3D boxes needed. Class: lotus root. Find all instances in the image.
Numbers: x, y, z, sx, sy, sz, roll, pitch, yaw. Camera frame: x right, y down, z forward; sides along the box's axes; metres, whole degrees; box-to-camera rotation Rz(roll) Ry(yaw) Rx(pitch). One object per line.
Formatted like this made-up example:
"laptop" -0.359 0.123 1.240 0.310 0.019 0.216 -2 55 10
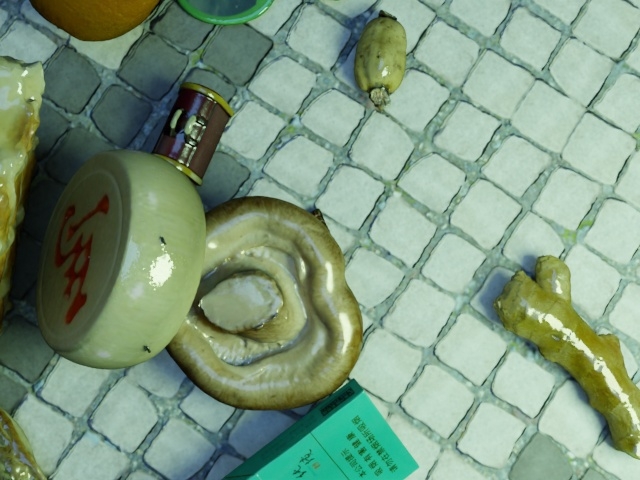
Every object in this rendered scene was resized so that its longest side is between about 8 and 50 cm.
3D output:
"lotus root" 0.083 -0.248 1.101 0.072 0.063 0.151 5 79 -10

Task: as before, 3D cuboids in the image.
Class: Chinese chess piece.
"Chinese chess piece" -0.247 0.021 0.969 0.102 0.273 0.273 18 81 -40

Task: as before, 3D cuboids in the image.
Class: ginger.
"ginger" 0.345 0.162 1.052 0.118 0.065 0.298 -35 87 -1

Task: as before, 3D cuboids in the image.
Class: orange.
"orange" -0.295 -0.363 1.049 0.206 0.206 0.206 0 83 -1

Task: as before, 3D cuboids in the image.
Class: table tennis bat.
"table tennis bat" -0.089 -0.375 1.129 0.257 0.039 0.160 9 85 3

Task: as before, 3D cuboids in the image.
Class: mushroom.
"mushroom" -0.075 0.081 1.011 0.278 0.146 0.278 0 90 6

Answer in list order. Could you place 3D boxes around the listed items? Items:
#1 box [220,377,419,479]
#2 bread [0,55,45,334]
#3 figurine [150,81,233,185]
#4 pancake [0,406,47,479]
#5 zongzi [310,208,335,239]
"box" -0.004 0.299 1.004 0.226 0.042 0.161 -37 118 -5
"bread" -0.479 -0.025 0.899 0.279 0.390 0.371 12 76 -16
"figurine" -0.182 -0.135 1.066 0.082 0.098 0.154 23 81 -2
"pancake" -0.521 0.381 1.009 0.382 0.071 0.382 0 83 -1
"zongzi" 0.000 0.000 1.064 0.067 0.073 0.083 -33 85 -23
